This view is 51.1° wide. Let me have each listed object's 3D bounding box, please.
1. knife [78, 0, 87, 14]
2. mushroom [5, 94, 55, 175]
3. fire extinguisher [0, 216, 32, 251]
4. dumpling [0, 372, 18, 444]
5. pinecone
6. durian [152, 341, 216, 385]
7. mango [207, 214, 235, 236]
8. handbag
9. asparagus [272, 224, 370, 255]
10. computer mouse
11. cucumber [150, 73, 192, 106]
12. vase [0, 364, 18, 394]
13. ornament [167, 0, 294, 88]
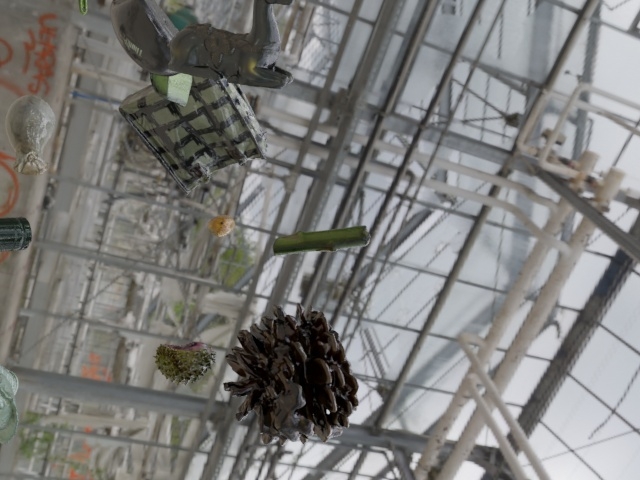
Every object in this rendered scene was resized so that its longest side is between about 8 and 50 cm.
[{"bbox_3d":[-0.579,-0.636,1.620,0.026,0.022,0.184,173,-87,-64],"label":"knife"},{"bbox_3d":[-0.717,-0.260,1.646,0.093,0.116,0.225,-56,-148,39],"label":"mushroom"},{"bbox_3d":[-0.915,-0.011,1.740,0.114,0.311,0.095,15,-78,38],"label":"fire extinguisher"},{"bbox_3d":[-0.663,0.326,1.299,0.216,0.105,0.149,0,-94,30],"label":"dumpling"},{"bbox_3d":[-0.087,0.366,1.831,0.398,0.397,0.398,-166,-90,-72],"label":"pinecone"},{"bbox_3d":[-0.353,0.337,1.836,0.108,0.186,0.119,-12,-107,43],"label":"durian"},{"bbox_3d":[-0.351,-0.049,2.375,0.190,0.098,0.075,144,-67,-80],"label":"mango"},{"bbox_3d":[-0.348,-0.330,1.922,0.325,0.327,0.162,-20,-149,18],"label":"handbag"},{"bbox_3d":[0.000,0.001,1.881,0.060,0.277,0.067,-143,-131,-85],"label":"asparagus"},{"bbox_3d":[-0.338,-0.400,1.309,0.100,0.170,0.269,-34,-149,3],"label":"computer mouse"},{"bbox_3d":[-0.357,-0.392,1.610,0.115,0.062,0.116,5,100,-67],"label":"cucumber"},{"bbox_3d":[-0.972,0.344,1.883,0.299,0.143,0.143,89,-2,-47],"label":"vase"},{"bbox_3d":[-0.126,-0.355,0.976,0.080,0.202,0.236,-53,153,-64],"label":"ornament"}]
